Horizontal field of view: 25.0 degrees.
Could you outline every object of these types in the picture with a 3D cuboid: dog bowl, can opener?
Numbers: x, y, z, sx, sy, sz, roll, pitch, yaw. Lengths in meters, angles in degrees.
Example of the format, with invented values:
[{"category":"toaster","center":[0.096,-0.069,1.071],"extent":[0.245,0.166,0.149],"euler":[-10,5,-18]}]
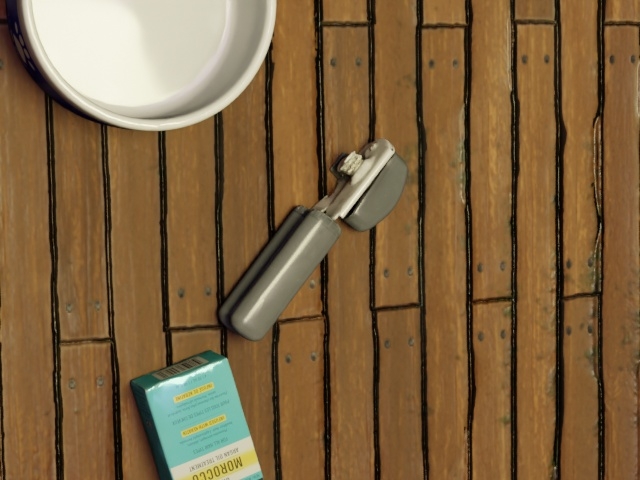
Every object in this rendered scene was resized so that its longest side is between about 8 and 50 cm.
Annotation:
[{"category":"dog bowl","center":[-0.185,-0.245,1.485],"extent":[0.264,0.104,0.265],"euler":[-2,96,-23]},{"category":"can opener","center":[0.000,0.000,1.606],"extent":[0.093,0.074,0.280],"euler":[45,78,-21]}]

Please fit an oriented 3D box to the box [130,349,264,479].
[{"category":"box","center":[-0.122,0.253,1.586],"extent":[0.100,0.060,0.244],"euler":[-20,103,-20]}]
